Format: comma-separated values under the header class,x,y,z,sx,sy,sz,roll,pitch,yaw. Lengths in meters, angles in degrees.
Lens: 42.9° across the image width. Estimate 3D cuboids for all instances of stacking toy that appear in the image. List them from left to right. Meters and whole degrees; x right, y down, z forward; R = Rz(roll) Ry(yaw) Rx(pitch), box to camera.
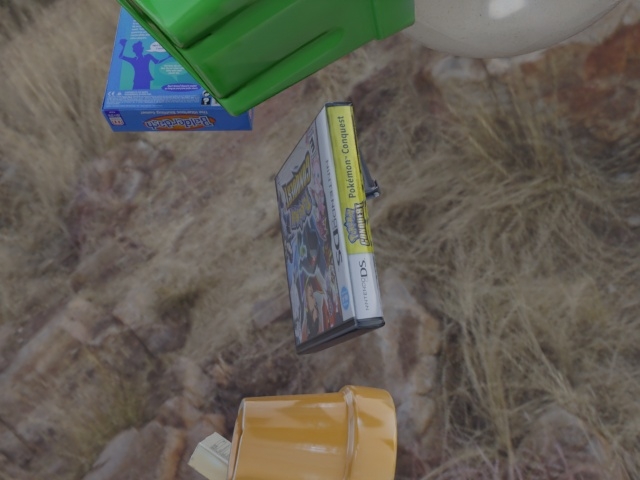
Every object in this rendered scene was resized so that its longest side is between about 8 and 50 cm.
class,x,y,z,sx,sy,sz,roll,pitch,yaw
stacking toy,0.195,-0.492,0.998,0.351,0.350,0.480,-22,47,20

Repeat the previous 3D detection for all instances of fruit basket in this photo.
class,x,y,z,sx,sy,sz,roll,pitch,yaw
fruit basket,-0.044,-0.328,0.619,0.392,0.392,0.283,-32,-13,2

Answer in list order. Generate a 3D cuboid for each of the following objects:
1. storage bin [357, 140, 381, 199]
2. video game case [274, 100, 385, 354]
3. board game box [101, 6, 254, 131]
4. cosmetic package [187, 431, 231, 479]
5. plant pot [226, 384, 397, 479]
class,x,y,z,sx,sy,sz,roll,pitch,yaw
storage bin,0.022,-0.104,1.334,0.135,0.091,0.098,-16,16,5
video game case,0.000,0.000,0.980,0.035,0.248,0.275,-4,-12,-17
board game box,-0.150,-0.223,0.924,0.160,0.047,0.210,1,65,6
cosmetic package,-0.129,0.335,1.191,0.041,0.115,0.060,-62,-15,12
plant pot,-0.019,0.282,1.056,0.188,0.205,0.205,10,29,-8
